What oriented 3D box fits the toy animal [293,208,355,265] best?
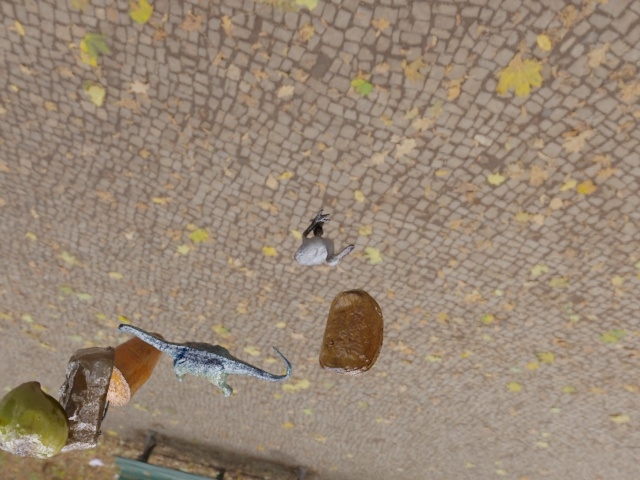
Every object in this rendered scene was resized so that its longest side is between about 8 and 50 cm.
[{"bbox_3d":[-0.009,0.023,1.696,0.090,0.324,0.195,29,103,-24],"label":"toy animal"}]

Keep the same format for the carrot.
[{"bbox_3d":[-0.559,0.358,1.590,0.159,0.225,0.159,12,122,21],"label":"carrot"}]

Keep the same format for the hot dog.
[{"bbox_3d":[0.093,0.288,1.656,0.196,0.272,0.122,-2,152,28],"label":"hot dog"}]

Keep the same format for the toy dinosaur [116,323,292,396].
[{"bbox_3d":[-0.226,0.241,1.054,0.363,0.076,0.147,12,144,13],"label":"toy dinosaur"}]

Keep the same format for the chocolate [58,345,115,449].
[{"bbox_3d":[-0.520,0.335,1.164,0.093,0.214,0.148,13,171,-31],"label":"chocolate"}]

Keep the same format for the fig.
[{"bbox_3d":[-0.555,0.353,1.014,0.136,0.121,0.153,4,125,14],"label":"fig"}]
